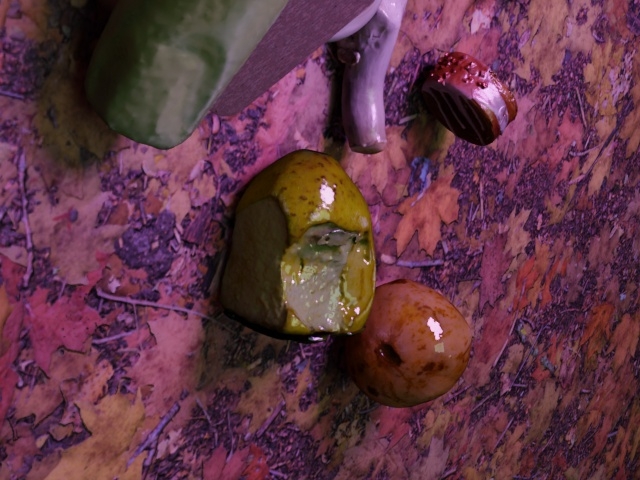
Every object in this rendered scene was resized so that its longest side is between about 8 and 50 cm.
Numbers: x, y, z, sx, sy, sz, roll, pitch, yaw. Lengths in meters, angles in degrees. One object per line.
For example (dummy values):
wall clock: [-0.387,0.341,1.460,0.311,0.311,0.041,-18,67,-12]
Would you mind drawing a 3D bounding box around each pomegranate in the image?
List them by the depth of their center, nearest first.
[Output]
pomegranate: [0.147,0.169,1.652,0.215,0.215,0.215,-25,126,-42]

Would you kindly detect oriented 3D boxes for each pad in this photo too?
pad: [-0.074,-0.275,1.150,0.266,0.002,0.176,-37,117,17]

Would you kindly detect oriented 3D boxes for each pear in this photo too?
pear: [0.000,0.000,1.414,0.238,0.164,0.255,-3,108,-48]

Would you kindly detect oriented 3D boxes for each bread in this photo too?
bread: [0.238,-0.228,1.595,0.073,0.160,0.160,-47,139,-11]

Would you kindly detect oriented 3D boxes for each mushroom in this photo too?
mushroom: [0.072,-0.258,1.432,0.099,0.096,0.278,-20,126,-43]

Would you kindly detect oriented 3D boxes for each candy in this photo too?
candy: [-0.125,-0.258,1.066,0.343,0.132,0.142,-51,161,23]

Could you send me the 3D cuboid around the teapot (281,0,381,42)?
teapot: [0.021,-0.382,1.263,0.318,0.149,0.220,-31,125,-39]
